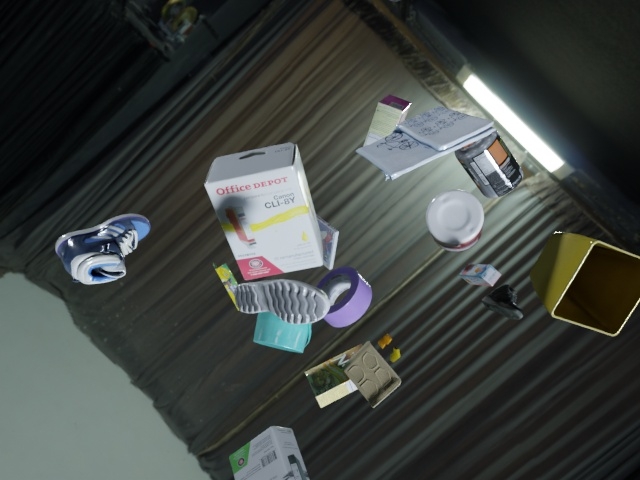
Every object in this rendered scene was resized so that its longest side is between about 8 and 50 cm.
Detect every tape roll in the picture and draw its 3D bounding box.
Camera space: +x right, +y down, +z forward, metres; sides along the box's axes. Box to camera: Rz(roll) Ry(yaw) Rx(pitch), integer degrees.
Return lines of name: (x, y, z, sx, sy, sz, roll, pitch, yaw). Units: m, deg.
tape roll: (0.068, 0.183, 1.529, 0.080, 0.189, 0.189, 47, 5, -33)

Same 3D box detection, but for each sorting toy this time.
sorting toy: (0.252, 0.557, 2.042, 0.041, 0.307, 0.229, -7, 52, -52)

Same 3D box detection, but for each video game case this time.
video game case: (0.000, 0.000, 2.027, 0.183, 0.023, 0.201, 38, -46, 36)

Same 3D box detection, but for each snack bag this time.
snack bag: (0.296, -0.310, 1.427, 0.323, 0.343, 0.037, -121, -174, -61)

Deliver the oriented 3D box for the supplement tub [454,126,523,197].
supplement tub: (0.707, -0.350, 1.998, 0.316, 0.194, 0.193, 47, 5, -22)

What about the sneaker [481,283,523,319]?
sneaker: (0.769, 0.245, 1.914, 0.087, 0.130, 0.227, 48, -4, -10)

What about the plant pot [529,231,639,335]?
plant pot: (0.683, 0.090, 1.224, 0.212, 0.212, 0.187, 18, 17, -15)

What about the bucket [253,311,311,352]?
bucket: (-0.176, 0.412, 2.195, 0.282, 0.182, 0.281, 13, -16, 4)

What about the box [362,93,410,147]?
box: (0.303, -0.519, 2.144, 0.118, 0.242, 0.213, 24, 31, 9)

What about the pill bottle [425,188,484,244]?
pill bottle: (0.581, -0.069, 2.005, 0.224, 0.224, 0.392, 49, 8, 17)

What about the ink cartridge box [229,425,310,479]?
ink cartridge box: (-0.156, 0.800, 1.537, 0.122, 0.211, 0.289, 35, 21, -48)

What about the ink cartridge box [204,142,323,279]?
ink cartridge box: (-0.167, -0.085, 1.493, 0.160, 0.280, 0.384, -91, 168, -54)

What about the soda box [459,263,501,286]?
soda box: (0.600, 0.129, 1.767, 0.063, 0.058, 0.183, 40, -8, -5)

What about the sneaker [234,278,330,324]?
sneaker: (-0.083, 0.131, 1.151, 0.282, 0.105, 0.115, 5, 13, 38)

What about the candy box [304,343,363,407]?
candy box: (0.103, 0.643, 2.239, 0.183, 0.317, 0.087, 51, -16, 59)

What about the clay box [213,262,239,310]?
clay box: (-0.366, 0.182, 1.922, 0.221, 0.053, 0.127, 61, -10, 5)

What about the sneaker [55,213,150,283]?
sneaker: (-0.658, 0.041, 1.521, 0.236, 0.130, 0.323, 37, 39, 28)
